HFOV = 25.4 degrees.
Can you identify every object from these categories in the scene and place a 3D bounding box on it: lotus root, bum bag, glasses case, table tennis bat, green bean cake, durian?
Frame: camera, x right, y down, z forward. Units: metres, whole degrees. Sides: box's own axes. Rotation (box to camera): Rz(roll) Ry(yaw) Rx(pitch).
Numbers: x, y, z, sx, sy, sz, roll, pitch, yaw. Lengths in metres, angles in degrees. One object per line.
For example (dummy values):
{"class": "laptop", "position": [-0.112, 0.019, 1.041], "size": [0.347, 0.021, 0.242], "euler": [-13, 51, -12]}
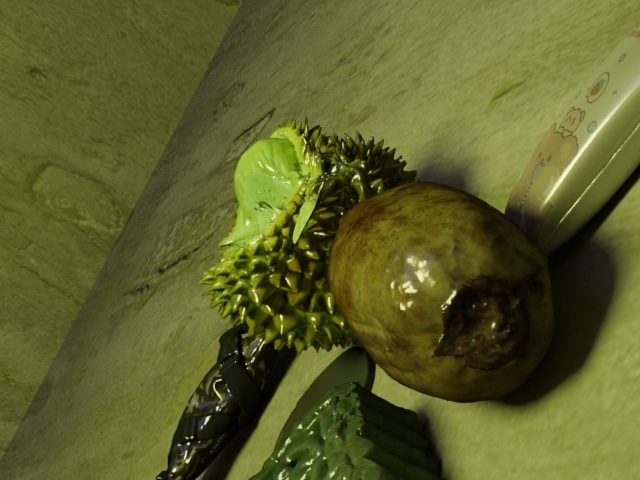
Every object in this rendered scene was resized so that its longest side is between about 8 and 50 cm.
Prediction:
{"class": "lotus root", "position": [0.076, 0.033, 0.981], "size": [0.128, 0.145, 0.260], "euler": [-23, 11, -9]}
{"class": "bum bag", "position": [-0.097, 0.164, 1.435], "size": [0.248, 0.069, 0.102], "euler": [-62, 16, -2]}
{"class": "glasses case", "position": [0.194, -0.075, 0.970], "size": [0.204, 0.051, 0.081], "euler": [-54, 14, 20]}
{"class": "table tennis bat", "position": [-0.025, 0.188, 1.254], "size": [0.234, 0.022, 0.131], "euler": [-50, 18, 24]}
{"class": "green bean cake", "position": [0.002, 0.206, 1.000], "size": [0.185, 0.094, 0.183], "euler": [-51, 15, 12]}
{"class": "durian", "position": [0.001, 0.000, 1.227], "size": [0.237, 0.176, 0.200], "euler": [-106, 38, -77]}
